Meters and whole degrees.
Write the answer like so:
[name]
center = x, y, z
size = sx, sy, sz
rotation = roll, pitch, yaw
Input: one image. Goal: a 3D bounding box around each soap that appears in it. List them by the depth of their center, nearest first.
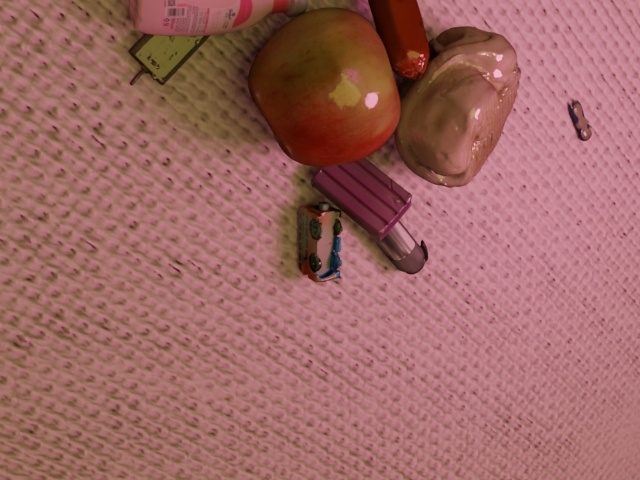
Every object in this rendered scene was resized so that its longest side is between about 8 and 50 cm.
[soap]
center = 0.093, -0.108, 1.676
size = 0.203, 0.065, 0.122
rotation = 41, 82, 11

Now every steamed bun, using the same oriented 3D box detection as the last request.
[steamed bun]
center = 0.282, -0.305, 1.659
size = 0.352, 0.247, 0.339
rotation = -58, 162, -7

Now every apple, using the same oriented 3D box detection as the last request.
[apple]
center = 0.006, -0.297, 1.506
size = 0.277, 0.319, 0.319
rotation = -20, 115, 2

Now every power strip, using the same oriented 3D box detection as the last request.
[power strip]
center = -0.280, -0.401, 1.479
size = 0.268, 0.034, 0.092
rotation = -48, 121, -6

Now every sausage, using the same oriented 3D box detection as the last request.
[sausage]
center = 0.145, -0.490, 1.545
size = 0.094, 0.097, 0.348
rotation = -9, 76, -24

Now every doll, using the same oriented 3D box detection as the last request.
[doll]
center = 0.686, -0.316, 1.995
size = 0.037, 0.027, 0.125
rotation = -35, 118, -5

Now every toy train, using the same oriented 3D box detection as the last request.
[toy train]
center = 0.000, 0.000, 1.710
size = 0.072, 0.099, 0.188
rotation = -8, 108, -27

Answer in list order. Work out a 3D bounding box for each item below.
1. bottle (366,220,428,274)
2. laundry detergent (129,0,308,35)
[bottle]
center = 0.167, -0.022, 1.793
size = 0.096, 0.079, 0.253
rotation = -31, 120, 16
[laundry detergent]
center = -0.186, -0.463, 1.426
size = 0.335, 0.087, 0.159
rotation = -9, 138, -24
